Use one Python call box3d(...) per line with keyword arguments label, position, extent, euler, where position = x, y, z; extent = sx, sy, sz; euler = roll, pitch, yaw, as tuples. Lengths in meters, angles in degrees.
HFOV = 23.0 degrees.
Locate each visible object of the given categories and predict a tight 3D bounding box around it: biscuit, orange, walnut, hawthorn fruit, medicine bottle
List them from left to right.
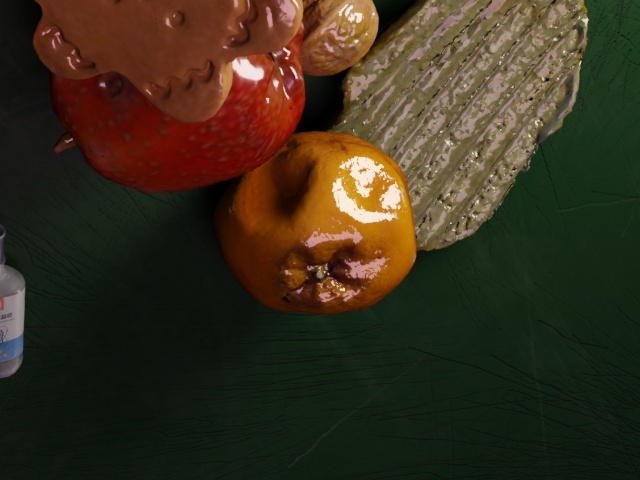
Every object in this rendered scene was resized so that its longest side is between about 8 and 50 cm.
box3d(label="medicine bottle", position=(-0.394, 0.074, 1.860), extent=(0.090, 0.053, 0.208), euler=(-8, 128, -24))
box3d(label="biscuit", position=(-0.190, -0.266, 1.429), extent=(0.275, 0.052, 0.355), euler=(-38, 108, 28))
box3d(label="hawthorn fruit", position=(-0.158, -0.174, 1.656), extent=(0.300, 0.275, 0.275), euler=(-31, 134, 8))
box3d(label="orange", position=(0.000, 0.000, 1.898), extent=(0.249, 0.183, 0.249), euler=(2, 133, 2))
box3d(label="walnut", position=(0.007, -0.241, 1.808), extent=(0.124, 0.105, 0.105), euler=(-41, 133, 6))

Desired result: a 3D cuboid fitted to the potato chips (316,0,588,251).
box3d(label="potato chips", position=(0.163, -0.166, 1.973), extent=(0.358, 0.070, 0.429), euler=(23, 113, -43))
